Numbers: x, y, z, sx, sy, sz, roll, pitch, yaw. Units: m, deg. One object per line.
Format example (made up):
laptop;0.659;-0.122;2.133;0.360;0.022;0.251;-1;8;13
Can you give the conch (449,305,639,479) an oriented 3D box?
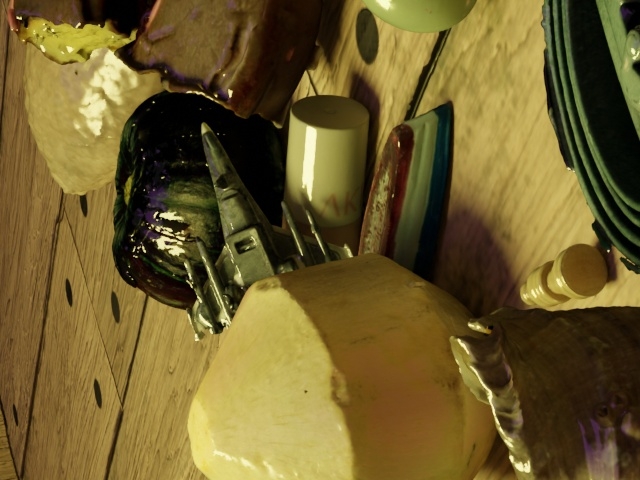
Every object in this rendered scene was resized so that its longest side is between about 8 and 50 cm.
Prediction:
conch;0.175;0.103;0.816;0.163;0.245;0.178;-60;6;4

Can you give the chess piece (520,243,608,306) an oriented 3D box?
chess piece;0.157;0.028;1.026;0.092;0.035;0.035;144;116;-70

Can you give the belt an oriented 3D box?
belt;0.198;-0.093;0.759;0.206;0.116;0.267;150;113;-71

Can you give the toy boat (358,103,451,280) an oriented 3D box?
toy boat;0.064;-0.016;1.235;0.229;0.046;0.080;100;150;-44

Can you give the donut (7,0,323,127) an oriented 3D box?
donut;-0.131;-0.262;1.393;0.345;0.136;0.259;19;97;37

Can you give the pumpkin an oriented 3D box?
pumpkin;-0.120;-0.043;1.526;0.233;0.163;0.233;-176;90;-72

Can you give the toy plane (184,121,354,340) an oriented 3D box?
toy plane;-0.056;0.013;1.307;0.082;0.160;0.234;-72;-42;-72

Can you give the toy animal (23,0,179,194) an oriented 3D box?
toy animal;-0.215;-0.209;1.652;0.358;0.188;0.226;-58;46;26

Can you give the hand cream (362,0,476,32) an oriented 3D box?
hand cream;0.098;-0.265;0.986;0.306;0.093;0.147;112;142;-49

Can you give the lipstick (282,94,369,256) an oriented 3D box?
lipstick;0.000;0.000;1.362;0.070;0.070;0.254;-128;35;-52

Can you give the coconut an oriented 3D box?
coconut;0.015;0.126;1.160;0.197;0.237;0.237;114;142;-52
